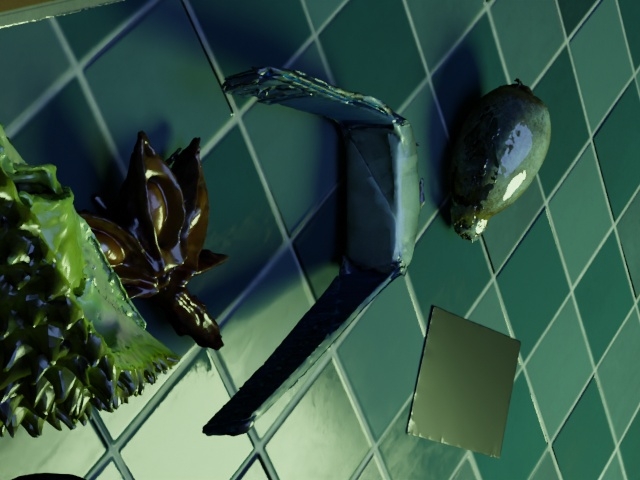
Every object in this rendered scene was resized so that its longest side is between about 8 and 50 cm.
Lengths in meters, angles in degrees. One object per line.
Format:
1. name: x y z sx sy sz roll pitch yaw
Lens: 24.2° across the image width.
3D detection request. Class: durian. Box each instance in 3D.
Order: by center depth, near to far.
1. durian: -0.214 -0.005 0.919 0.169 0.158 0.355 -75 149 -52

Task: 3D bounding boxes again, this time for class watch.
1. watch: 0.002 0.012 1.203 0.274 0.068 0.276 3 91 -65

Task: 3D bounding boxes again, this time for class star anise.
1. star anise: -0.118 -0.008 1.087 0.212 0.053 0.157 21 82 -49

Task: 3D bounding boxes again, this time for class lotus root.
1. lotus root: 0.170 -0.079 1.448 0.088 0.088 0.165 36 77 -50

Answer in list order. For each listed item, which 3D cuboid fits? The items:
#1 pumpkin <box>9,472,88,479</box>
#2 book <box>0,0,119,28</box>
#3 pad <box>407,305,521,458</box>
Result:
1. pumpkin: -0.192 0.236 0.926 0.150 0.194 0.194 28 71 -26
2. book: -0.190 -0.268 0.981 0.170 0.018 0.241 -25 116 -50
3. pad: 0.149 0.147 1.515 0.190 0.004 0.127 23 77 -52
